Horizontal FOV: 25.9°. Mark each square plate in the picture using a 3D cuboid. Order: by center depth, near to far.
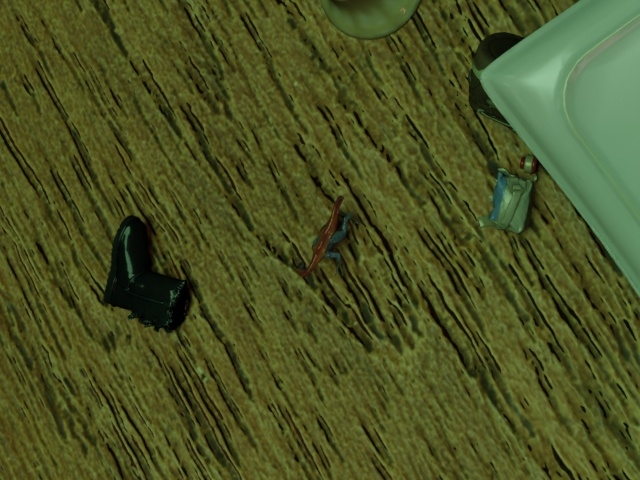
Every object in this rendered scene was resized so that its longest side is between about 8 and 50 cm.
[{"bbox_3d":[0.381,-0.115,1.266,0.347,0.049,0.344,-36,94,14],"label":"square plate"}]

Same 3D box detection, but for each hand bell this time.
[{"bbox_3d":[0.004,-0.285,1.412,0.126,0.242,0.126,-1,88,26],"label":"hand bell"}]

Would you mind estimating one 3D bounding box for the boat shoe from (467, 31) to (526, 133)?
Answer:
[{"bbox_3d":[0.264,-0.112,1.386,0.257,0.095,0.095,33,138,15],"label":"boat shoe"}]

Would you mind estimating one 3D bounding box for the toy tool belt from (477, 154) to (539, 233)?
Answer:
[{"bbox_3d":[0.192,-0.050,1.425,0.051,0.052,0.083,11,93,16],"label":"toy tool belt"}]

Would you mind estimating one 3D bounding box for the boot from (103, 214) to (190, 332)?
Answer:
[{"bbox_3d":[-0.196,0.041,1.607,0.099,0.045,0.121,21,105,26],"label":"boot"}]

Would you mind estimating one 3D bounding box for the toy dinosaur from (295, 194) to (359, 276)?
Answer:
[{"bbox_3d":[0.000,0.000,1.507,0.047,0.090,0.082,29,69,38],"label":"toy dinosaur"}]
